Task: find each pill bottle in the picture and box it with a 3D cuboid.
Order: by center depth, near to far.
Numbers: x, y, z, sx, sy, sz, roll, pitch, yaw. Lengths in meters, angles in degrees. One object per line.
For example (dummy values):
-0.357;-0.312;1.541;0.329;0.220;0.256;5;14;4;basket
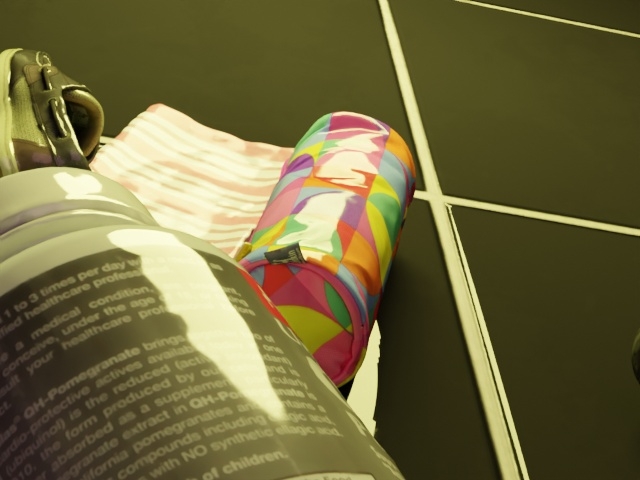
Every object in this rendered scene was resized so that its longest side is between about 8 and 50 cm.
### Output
-0.070;0.104;0.497;0.176;0.176;0.318;-6;36;-31;pill bottle

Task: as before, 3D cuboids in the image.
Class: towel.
-0.100;-0.039;0.869;0.144;0.029;0.197;19;31;9;towel

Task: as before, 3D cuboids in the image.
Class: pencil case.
0.000;0.000;0.782;0.105;0.104;0.236;18;29;5;pencil case

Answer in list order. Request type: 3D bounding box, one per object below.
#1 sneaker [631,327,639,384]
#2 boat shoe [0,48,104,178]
0.256;0.140;0.655;0.163;0.106;0.281;-19;44;-39;sneaker
-0.182;-0.075;0.816;0.074;0.080;0.223;-11;28;-4;boat shoe
